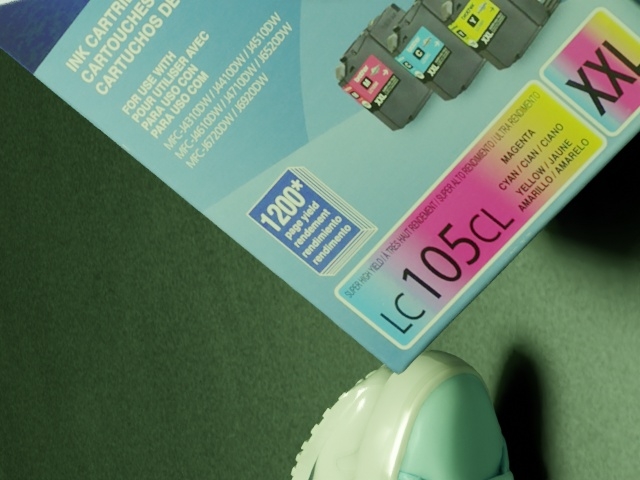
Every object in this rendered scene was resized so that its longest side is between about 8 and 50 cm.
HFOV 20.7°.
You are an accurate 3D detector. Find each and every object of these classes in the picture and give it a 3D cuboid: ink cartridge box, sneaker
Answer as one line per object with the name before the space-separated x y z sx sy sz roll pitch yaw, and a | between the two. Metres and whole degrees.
ink cartridge box | -0.011 -0.155 1.025 0.395 0.151 0.270 40 112 -6
sneaker | 0.122 0.257 1.213 0.150 0.135 0.366 9 112 43
sneaker | 0.031 0.195 1.355 0.095 0.090 0.235 41 131 25
